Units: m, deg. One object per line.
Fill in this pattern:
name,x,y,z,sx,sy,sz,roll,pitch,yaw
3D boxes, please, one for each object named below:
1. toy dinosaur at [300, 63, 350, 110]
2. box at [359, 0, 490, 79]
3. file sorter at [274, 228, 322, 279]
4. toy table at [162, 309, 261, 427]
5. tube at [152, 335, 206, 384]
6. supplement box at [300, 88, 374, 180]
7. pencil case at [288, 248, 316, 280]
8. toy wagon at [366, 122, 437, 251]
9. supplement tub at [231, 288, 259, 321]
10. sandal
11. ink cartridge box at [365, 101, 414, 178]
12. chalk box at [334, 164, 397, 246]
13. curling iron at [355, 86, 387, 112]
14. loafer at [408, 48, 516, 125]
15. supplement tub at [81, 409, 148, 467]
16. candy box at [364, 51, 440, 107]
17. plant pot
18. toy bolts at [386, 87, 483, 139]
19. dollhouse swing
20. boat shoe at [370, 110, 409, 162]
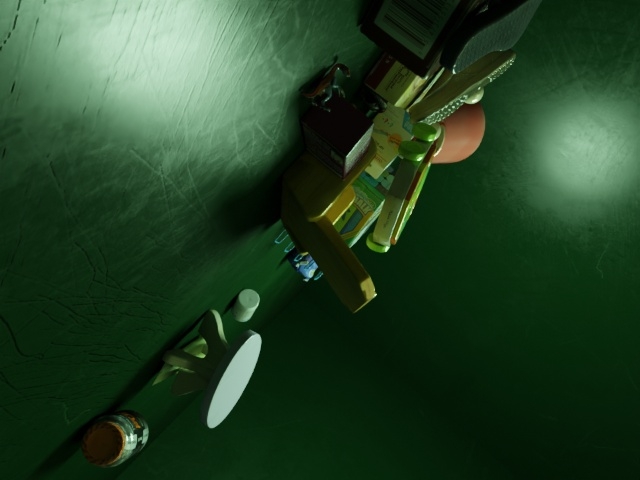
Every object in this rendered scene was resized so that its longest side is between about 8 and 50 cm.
toy dinosaur,0.016,-0.247,0.888,0.082,0.047,0.090,-68,163,1
box,0.240,-0.433,0.912,0.381,0.143,0.191,-48,174,-39
file sorter,-0.037,0.021,1.638,0.104,0.170,0.118,-46,175,0
toy table,-0.290,0.336,1.506,0.274,0.161,0.252,-60,159,-6
tube,-0.380,0.328,1.589,0.062,0.069,0.240,-4,-171,23
supplement box,0.031,-0.191,1.045,0.080,0.104,0.188,-50,175,-4
pencil case,0.000,0.000,2.060,0.306,0.119,0.133,-52,172,18
toy wagon,0.203,-0.137,1.313,0.344,0.068,0.267,-53,163,-52
supplement tub,-0.239,0.207,1.787,0.071,0.071,0.107,-46,174,-38
sandal,0.252,-0.323,0.831,0.255,0.054,0.097,-33,158,-38
ink cartridge box,0.158,-0.251,1.415,0.181,0.104,0.061,-50,179,16
chalk box,0.109,-0.147,1.620,0.289,0.179,0.180,-55,172,37
curling iron,0.126,-0.313,1.272,0.035,0.068,0.274,-53,179,16
loafer,0.306,-0.360,1.278,0.269,0.092,0.102,-35,170,10
supplement tub,-0.483,0.465,1.326,0.117,0.117,0.190,-49,175,-11
candy box,0.210,-0.386,1.239,0.182,0.088,0.316,-52,175,18
plant pot,0.349,-0.359,1.775,0.243,0.275,0.275,-26,158,-52
toy bolts,0.312,-0.383,1.483,0.228,0.158,0.218,-39,-174,31
dollhouse swing,0.077,-0.057,1.296,0.315,0.305,0.347,-48,174,-14
boat shoe,0.180,-0.304,1.562,0.285,0.089,0.104,-46,173,-36
